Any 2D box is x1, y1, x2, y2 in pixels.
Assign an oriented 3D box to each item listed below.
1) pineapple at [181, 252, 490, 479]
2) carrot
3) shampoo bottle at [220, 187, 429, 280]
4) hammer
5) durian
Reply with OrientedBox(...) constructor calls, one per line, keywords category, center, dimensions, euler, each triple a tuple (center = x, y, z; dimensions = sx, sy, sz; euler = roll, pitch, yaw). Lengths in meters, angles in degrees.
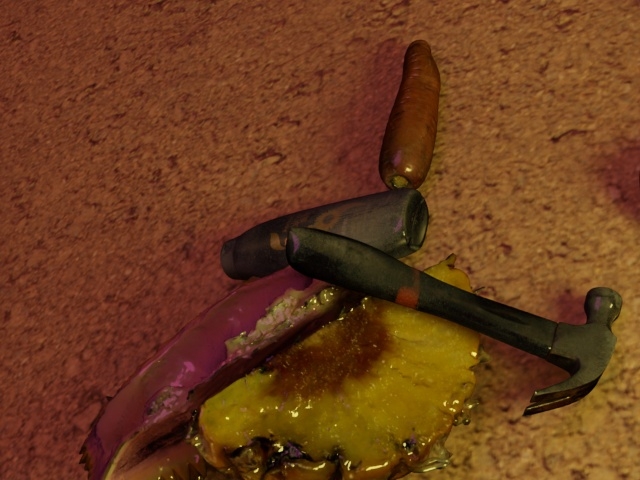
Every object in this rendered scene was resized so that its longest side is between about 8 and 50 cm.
OrientedBox(category="pineapple", center=(0.024, 0.166, 1.219), dimensions=(0.334, 0.158, 0.161), euler=(-29, 68, -38))
OrientedBox(category="carrot", center=(0.102, -0.144, 1.541), dimensions=(0.059, 0.059, 0.248), euler=(-17, 39, 27))
OrientedBox(category="shampoo bottle", center=(0.000, 0.000, 1.478), dimensions=(0.233, 0.049, 0.087), euler=(-12, 42, 32))
OrientedBox(category="hammer", center=(0.104, 0.056, 1.195), dimensions=(0.289, 0.037, 0.137), euler=(19, 50, 4))
OrientedBox(category="durian", center=(-0.082, 0.132, 1.355), dimensions=(0.341, 0.112, 0.191), euler=(-41, 13, 1))
